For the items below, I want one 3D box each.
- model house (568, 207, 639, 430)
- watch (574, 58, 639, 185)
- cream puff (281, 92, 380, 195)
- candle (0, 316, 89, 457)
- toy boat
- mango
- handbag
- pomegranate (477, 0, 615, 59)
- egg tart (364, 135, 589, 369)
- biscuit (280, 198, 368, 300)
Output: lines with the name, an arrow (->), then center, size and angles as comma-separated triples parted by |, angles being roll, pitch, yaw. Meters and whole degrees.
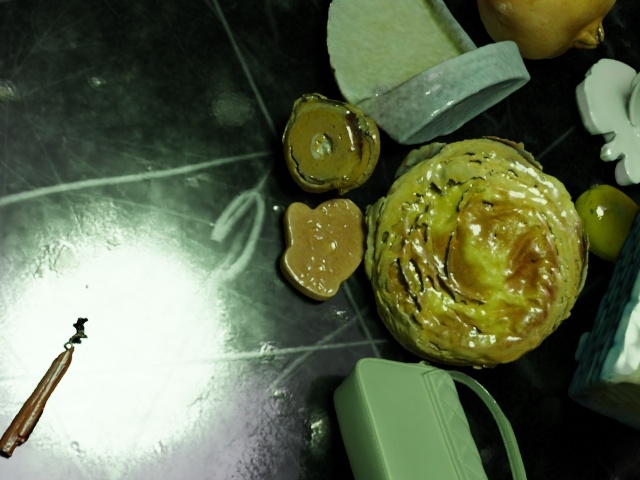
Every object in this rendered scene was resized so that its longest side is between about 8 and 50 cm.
model house -> 0.566, 0.099, 1.297 | 0.445, 0.400, 0.395 | 32, 71, -32
watch -> 0.523, -0.191, 1.466 | 0.196, 0.231, 0.244 | -39, 95, -28
cream puff -> 0.011, -0.120, 1.262 | 0.133, 0.119, 0.104 | 46, 19, 21
candle -> -0.290, 0.154, 1.073 | 0.026, 0.021, 0.167 | 25, 63, 6
toy boat -> 0.118, -0.256, 1.376 | 0.293, 0.111, 0.276 | 41, 61, 7
mango -> 0.430, -0.012, 1.449 | 0.161, 0.076, 0.103 | 37, 56, -14
handbag -> 0.141, 0.253, 1.177 | 0.219, 0.079, 0.256 | 7, 47, -26
pomegranate -> 0.329, -0.369, 1.448 | 0.209, 0.209, 0.209 | 8, 69, -23
egg tart -> 0.191, 0.012, 1.270 | 0.297, 0.132, 0.297 | 1, 96, 13
biscuit -> -0.001, 0.001, 1.265 | 0.118, 0.023, 0.140 | 46, 60, -5
